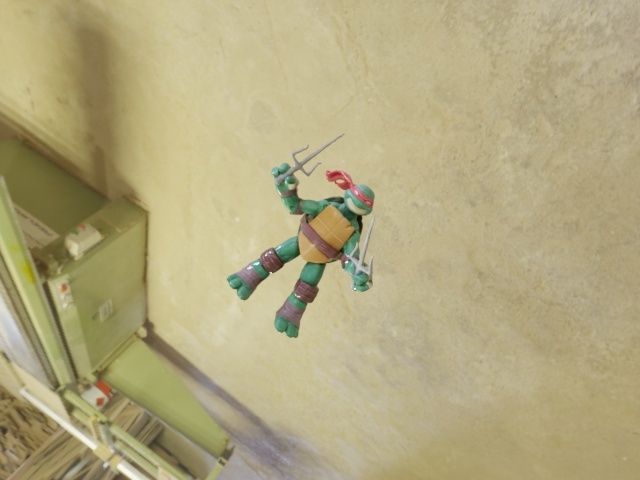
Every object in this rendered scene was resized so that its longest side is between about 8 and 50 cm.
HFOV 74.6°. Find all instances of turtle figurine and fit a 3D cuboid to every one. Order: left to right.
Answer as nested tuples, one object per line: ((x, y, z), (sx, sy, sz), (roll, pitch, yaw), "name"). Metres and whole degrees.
((0.000, 0.000, 0.518), (0.175, 0.118, 0.234), (45, 106, 16), "turtle figurine")
